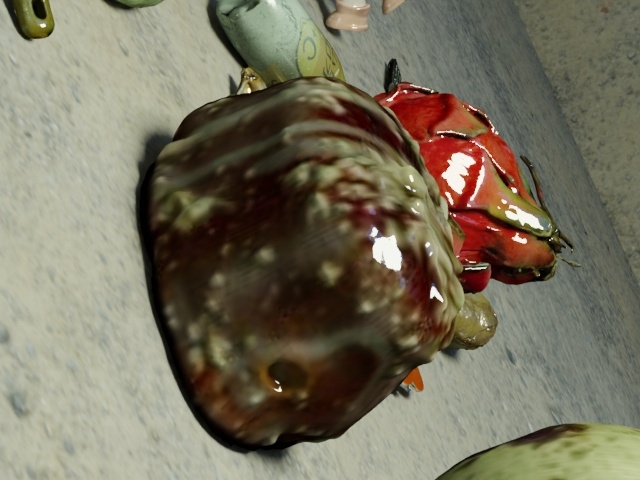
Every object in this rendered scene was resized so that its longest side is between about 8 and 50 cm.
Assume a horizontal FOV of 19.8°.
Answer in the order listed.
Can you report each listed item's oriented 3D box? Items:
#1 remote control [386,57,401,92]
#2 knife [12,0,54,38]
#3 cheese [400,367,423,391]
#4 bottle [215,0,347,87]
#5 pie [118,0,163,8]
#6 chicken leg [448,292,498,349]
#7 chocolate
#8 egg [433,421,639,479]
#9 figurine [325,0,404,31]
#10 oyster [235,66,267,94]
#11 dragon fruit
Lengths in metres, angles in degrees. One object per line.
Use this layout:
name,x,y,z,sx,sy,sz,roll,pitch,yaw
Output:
remote control,0.097,-0.213,2.442,0.091,0.016,0.034,-80,155,-64
knife,-0.264,-0.319,1.416,0.061,0.027,0.343,-5,76,-44
cheese,0.051,0.042,1.857,0.106,0.037,0.256,31,36,-59
bottle,-0.011,-0.166,1.922,0.269,0.083,0.083,52,19,-36
pie,-0.204,-0.314,1.632,0.240,0.054,0.240,54,20,-30
chicken leg,0.136,0.075,2.008,0.198,0.069,0.085,22,41,-55
chocolate,0.000,0.000,1.462,0.225,0.210,0.340,47,21,-34
egg,0.192,0.326,1.269,0.345,0.345,0.428,50,22,-35
figurine,0.012,-0.395,2.272,0.276,0.133,0.200,60,13,-10
oyster,-0.064,-0.127,1.792,0.051,0.034,0.093,36,37,-23
dragon fruit,0.103,-0.023,1.714,0.293,0.233,0.234,28,17,3
